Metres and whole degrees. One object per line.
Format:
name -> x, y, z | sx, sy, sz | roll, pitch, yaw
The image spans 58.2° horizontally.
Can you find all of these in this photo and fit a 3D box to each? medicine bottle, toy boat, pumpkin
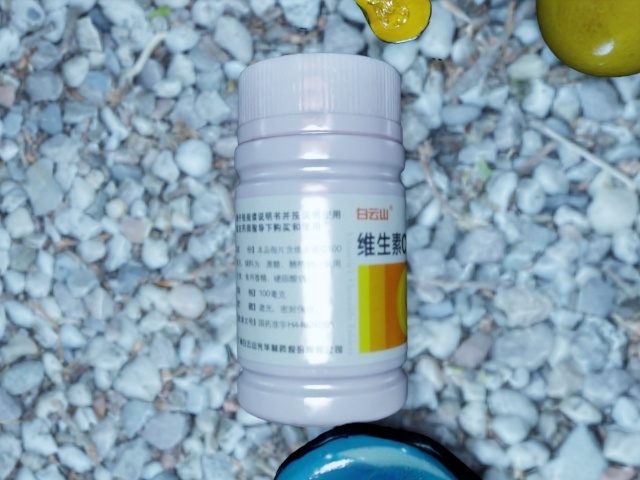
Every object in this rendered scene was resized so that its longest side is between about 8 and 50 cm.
medicine bottle -> 0.000, 0.000, 0.438 | 0.133, 0.133, 0.250 | -1, 89, 9
toy boat -> 0.088, 0.247, 0.387 | 0.134, 0.092, 0.299 | -42, 111, 11
pumpkin -> 0.060, -0.194, 0.477 | 0.050, 0.028, 0.083 | -30, 77, 10

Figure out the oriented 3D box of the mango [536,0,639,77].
mango -> 0.222, -0.203, 0.362 | 0.120, 0.221, 0.151 | 16, 60, -4
